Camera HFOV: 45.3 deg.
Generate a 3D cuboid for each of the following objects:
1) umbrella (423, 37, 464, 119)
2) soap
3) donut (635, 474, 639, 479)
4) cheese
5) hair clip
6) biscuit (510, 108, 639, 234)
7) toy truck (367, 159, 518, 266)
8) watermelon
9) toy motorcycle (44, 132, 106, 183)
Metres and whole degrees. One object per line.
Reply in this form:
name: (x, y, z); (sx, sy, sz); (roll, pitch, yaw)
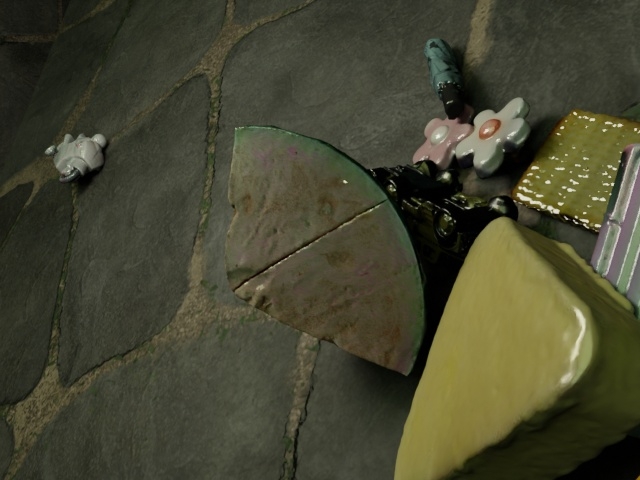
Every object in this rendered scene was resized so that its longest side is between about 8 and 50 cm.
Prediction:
umbrella: (0.216, -0.287, 1.330); (0.052, 0.053, 0.250); (-25, 32, 18)
soap: (0.377, 0.051, 0.834); (0.193, 0.109, 0.323); (-174, 103, -82)
donut: (0.248, 0.175, 0.418); (0.190, 0.075, 0.174); (-32, 41, 24)
cheese: (0.225, 0.118, 0.905); (0.384, 0.104, 0.383); (-156, 90, -80)
hair clip: (0.244, -0.160, 1.231); (0.257, 0.075, 0.146); (14, 77, 54)
biscuit: (0.396, -0.087, 1.049); (0.172, 0.029, 0.254); (-55, 39, -3)
toy truck: (0.170, -0.034, 1.153); (0.257, 0.127, 0.127); (32, 124, 53)
watermelon: (0.024, 0.002, 1.140); (0.319, 0.222, 0.292); (14, 98, 9)
toy motorcycle: (-0.690, -0.248, 2.215); (0.171, 0.110, 0.260); (-34, 32, -3)
